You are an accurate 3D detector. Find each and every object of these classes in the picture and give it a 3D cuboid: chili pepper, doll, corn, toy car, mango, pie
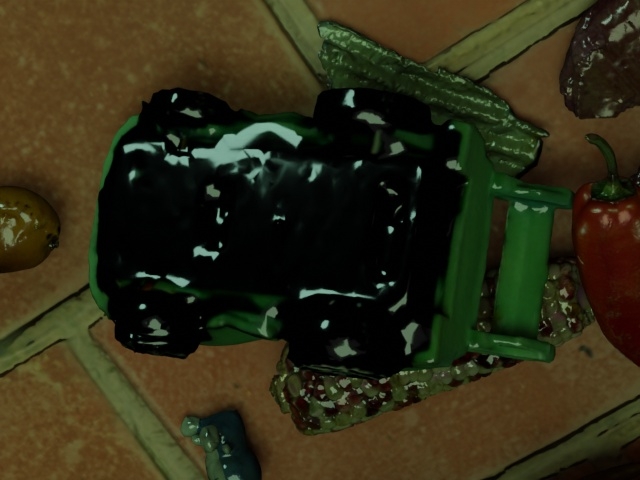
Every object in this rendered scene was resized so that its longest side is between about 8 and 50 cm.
[{"bbox_3d":[0.240,0.022,1.479,0.071,0.063,0.272,-16,130,5],"label":"chili pepper"},{"bbox_3d":[-0.081,0.189,1.628,0.050,0.076,0.083,-22,101,-15],"label":"doll"},{"bbox_3d":[0.092,0.087,1.547,0.280,0.092,0.092,-19,109,12],"label":"corn"},{"bbox_3d":[0.000,0.000,1.470,0.359,0.176,0.213,3,81,24],"label":"toy car"},{"bbox_3d":[-0.277,-0.011,1.572,0.127,0.063,0.077,-2,117,14],"label":"mango"},{"bbox_3d":[0.294,-0.111,1.457,0.204,0.054,0.219,-41,102,21],"label":"pie"}]

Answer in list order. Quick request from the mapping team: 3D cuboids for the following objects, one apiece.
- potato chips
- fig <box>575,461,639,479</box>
[{"bbox_3d":[0.078,-0.100,1.504,0.207,0.028,0.092,25,112,-5],"label":"potato chips"},{"bbox_3d":[0.247,0.295,1.552,0.224,0.224,0.263,40,114,-9],"label":"fig"}]
